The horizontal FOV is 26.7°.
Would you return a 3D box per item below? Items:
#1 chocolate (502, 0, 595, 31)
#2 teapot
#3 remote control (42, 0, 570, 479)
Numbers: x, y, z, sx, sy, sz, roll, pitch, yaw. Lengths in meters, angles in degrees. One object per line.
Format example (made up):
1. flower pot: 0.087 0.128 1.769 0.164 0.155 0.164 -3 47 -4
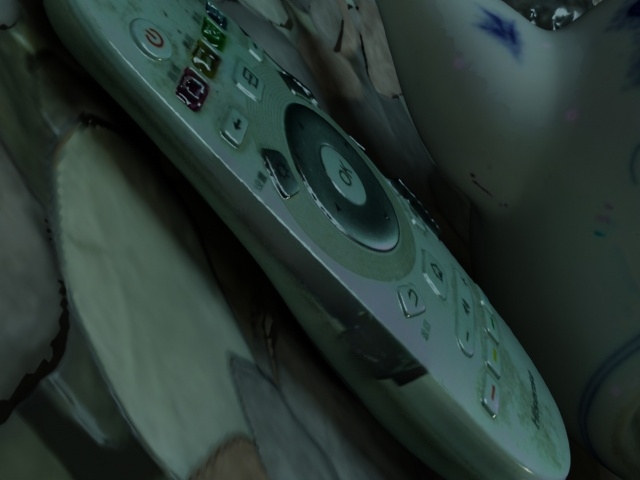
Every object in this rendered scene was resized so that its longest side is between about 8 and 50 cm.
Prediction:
1. chocolate: 0.110 -0.131 0.779 0.110 0.110 0.248 51 22 -26
2. teapot: 0.196 -0.030 0.614 0.424 0.252 0.280 19 49 -16
3. remote control: 0.001 -0.002 0.445 0.256 0.045 0.097 49 22 -21
